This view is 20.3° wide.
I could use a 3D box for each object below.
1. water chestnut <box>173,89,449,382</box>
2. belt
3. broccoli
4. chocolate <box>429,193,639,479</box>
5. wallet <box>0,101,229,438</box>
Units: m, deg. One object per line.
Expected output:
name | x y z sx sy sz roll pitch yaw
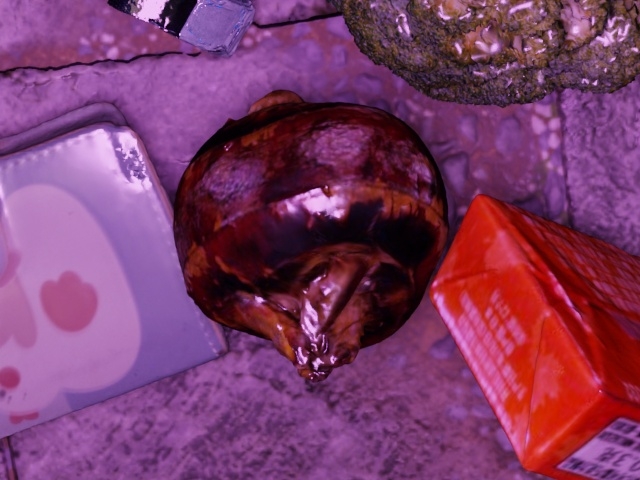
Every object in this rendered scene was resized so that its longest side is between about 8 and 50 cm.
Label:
water chestnut | 0.000 0.000 1.416 0.223 0.238 0.224 -6 143 -5
belt | -0.121 -0.199 1.436 0.140 0.105 0.058 25 100 -16
broccoli | 0.139 -0.235 1.320 0.303 0.321 0.283 4 123 -31
chocolate | 0.219 0.097 1.396 0.237 0.235 0.108 21 117 -37
wallet | -0.283 0.043 1.495 0.360 0.083 0.252 -20 105 3
